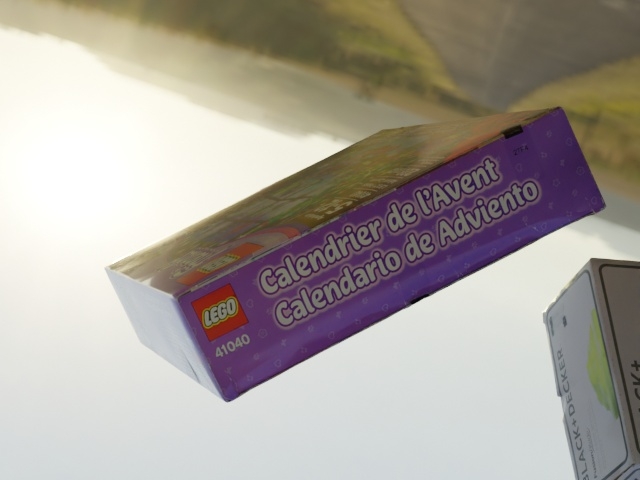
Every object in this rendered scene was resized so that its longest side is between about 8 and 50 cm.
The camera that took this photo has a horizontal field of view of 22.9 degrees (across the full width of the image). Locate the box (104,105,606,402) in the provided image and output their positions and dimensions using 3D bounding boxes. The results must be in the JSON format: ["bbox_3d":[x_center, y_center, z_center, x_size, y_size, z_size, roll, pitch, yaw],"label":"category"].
[{"bbox_3d":[0.000,0.000,0.842,0.201,0.057,0.293,-27,-172,-12],"label":"box"}]

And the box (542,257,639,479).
[{"bbox_3d":[0.323,0.114,1.178,0.290,0.169,0.087,5,148,-17],"label":"box"}]
